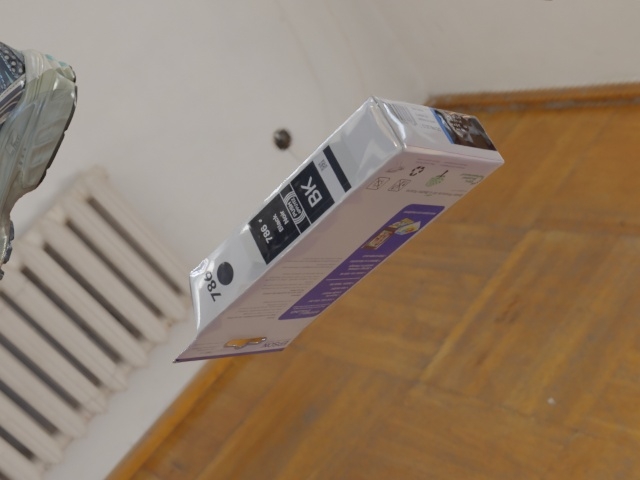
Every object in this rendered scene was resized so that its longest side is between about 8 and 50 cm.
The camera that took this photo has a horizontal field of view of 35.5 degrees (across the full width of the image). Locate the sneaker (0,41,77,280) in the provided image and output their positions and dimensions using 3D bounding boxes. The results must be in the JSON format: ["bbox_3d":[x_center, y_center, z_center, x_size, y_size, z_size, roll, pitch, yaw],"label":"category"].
[{"bbox_3d":[-0.297,-0.026,0.763,0.110,0.122,0.283,20,87,61],"label":"sneaker"}]

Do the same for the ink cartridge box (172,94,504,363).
[{"bbox_3d":[0.000,0.000,0.932,0.332,0.165,0.065,-43,65,30],"label":"ink cartridge box"}]
